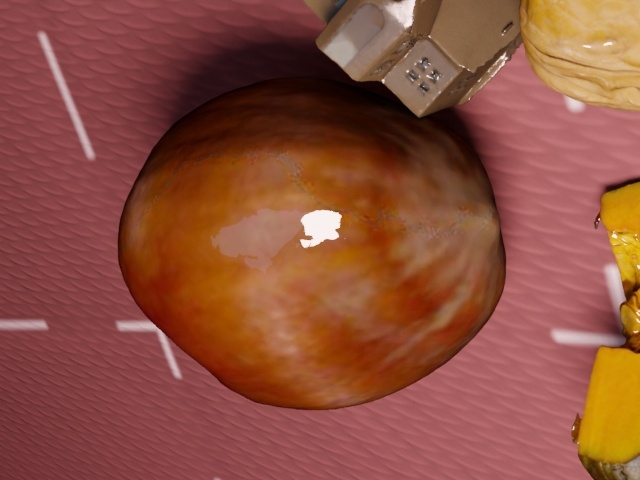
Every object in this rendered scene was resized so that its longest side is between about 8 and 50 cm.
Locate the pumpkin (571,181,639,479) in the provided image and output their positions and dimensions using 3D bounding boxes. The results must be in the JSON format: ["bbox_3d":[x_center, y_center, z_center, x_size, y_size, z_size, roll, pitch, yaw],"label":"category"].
[{"bbox_3d":[0.306,0.102,0.942,0.139,0.190,0.281,-7,111,42],"label":"pumpkin"}]

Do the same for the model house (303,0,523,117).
[{"bbox_3d":[0.117,-0.248,0.917,0.181,0.176,0.248,46,119,7],"label":"model house"}]

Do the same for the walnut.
[{"bbox_3d":[0.252,-0.180,0.834,0.197,0.165,0.165,7,120,33],"label":"walnut"}]

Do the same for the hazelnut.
[{"bbox_3d":[-0.007,0.000,1.039,0.365,0.366,0.366,20,127,28],"label":"hazelnut"}]
